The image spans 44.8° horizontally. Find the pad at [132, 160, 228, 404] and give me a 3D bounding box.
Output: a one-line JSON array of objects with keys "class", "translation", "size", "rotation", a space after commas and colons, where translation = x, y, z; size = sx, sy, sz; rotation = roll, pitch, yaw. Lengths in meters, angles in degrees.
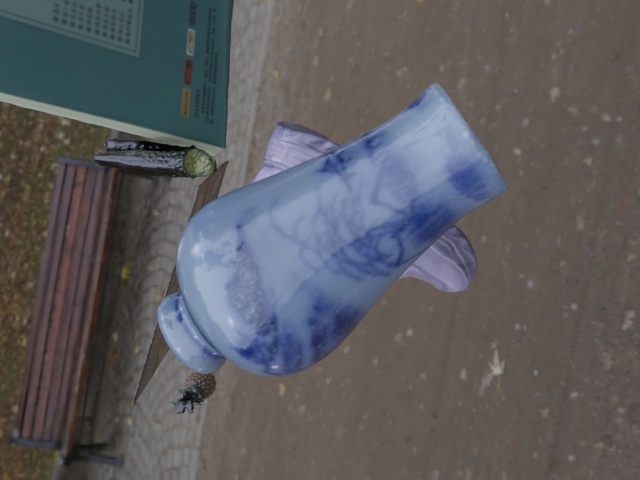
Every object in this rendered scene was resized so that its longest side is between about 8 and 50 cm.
[{"class": "pad", "translation": [-0.141, 0.037, 0.799], "size": [0.158, 0.003, 0.235], "rotation": [-77, 6, -74]}]

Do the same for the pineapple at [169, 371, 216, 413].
[{"class": "pineapple", "translation": [-0.214, 0.264, 1.316], "size": [0.124, 0.058, 0.058], "rotation": [-66, -4, -72]}]

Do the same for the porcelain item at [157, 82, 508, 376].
[{"class": "porcelain item", "translation": [0.000, 0.000, 0.546], "size": [0.259, 0.141, 0.141], "rotation": [-37, 39, 12]}]

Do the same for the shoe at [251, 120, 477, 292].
[{"class": "shoe", "translation": [0.032, 0.003, 0.736], "size": [0.137, 0.245, 0.095], "rotation": [-57, 16, 3]}]

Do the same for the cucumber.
[{"class": "cucumber", "translation": [-0.159, -0.077, 0.743], "size": [0.135, 0.034, 0.033], "rotation": [8, 65, 33]}]

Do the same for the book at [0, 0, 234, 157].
[{"class": "book", "translation": [-0.245, -0.243, 0.710], "size": [0.031, 0.379, 0.264], "rotation": [-15, 69, 51]}]
